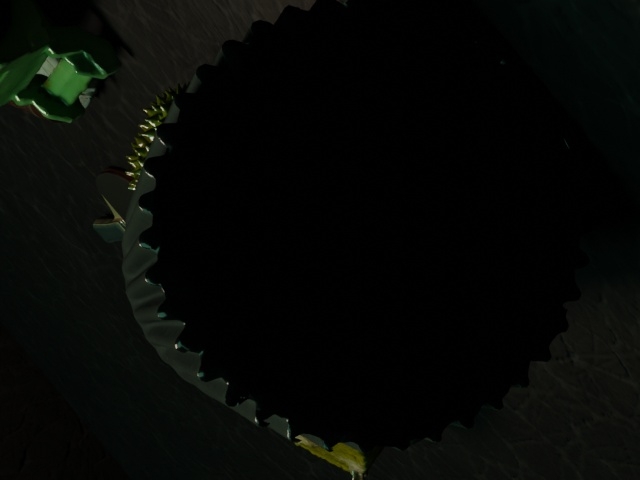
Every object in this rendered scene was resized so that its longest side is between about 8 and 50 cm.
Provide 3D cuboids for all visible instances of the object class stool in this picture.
[{"bbox_3d":[0.000,0.000,1.324,0.297,0.297,0.330,49,168,-4],"label":"stool"}]

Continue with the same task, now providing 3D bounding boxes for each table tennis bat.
[{"bbox_3d":[-0.226,-0.016,2.286,0.173,0.022,0.301,51,162,-12],"label":"table tennis bat"}]

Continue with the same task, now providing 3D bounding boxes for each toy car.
[{"bbox_3d":[-0.384,-0.259,1.862,0.358,0.176,0.213,55,150,4],"label":"toy car"}]

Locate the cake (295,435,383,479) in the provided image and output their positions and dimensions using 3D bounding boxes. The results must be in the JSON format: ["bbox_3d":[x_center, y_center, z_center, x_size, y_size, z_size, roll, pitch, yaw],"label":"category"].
[{"bbox_3d":[0.007,0.131,1.814,0.179,0.156,0.260,33,170,-6],"label":"cake"}]

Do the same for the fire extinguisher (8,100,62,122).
[{"bbox_3d":[-0.337,-0.169,2.184,0.078,0.045,0.157,32,174,-35],"label":"fire extinguisher"}]

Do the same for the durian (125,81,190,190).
[{"bbox_3d":[-0.085,-0.049,1.639,0.198,0.146,0.159,42,165,31],"label":"durian"}]

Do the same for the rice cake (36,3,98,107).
[{"bbox_3d":[-0.321,-0.229,2.009,0.211,0.038,0.124,48,164,-2],"label":"rice cake"}]
